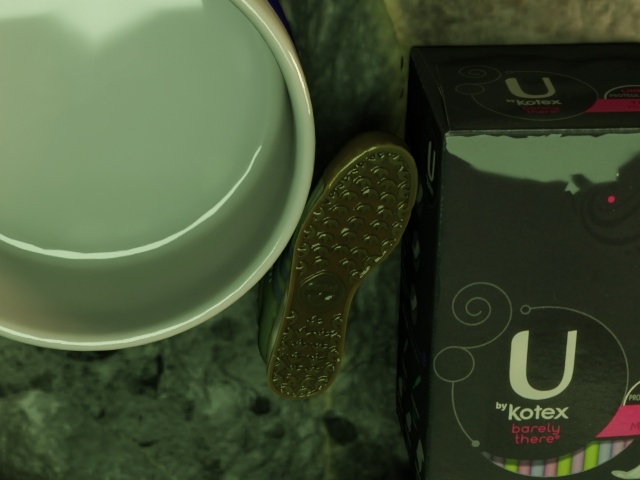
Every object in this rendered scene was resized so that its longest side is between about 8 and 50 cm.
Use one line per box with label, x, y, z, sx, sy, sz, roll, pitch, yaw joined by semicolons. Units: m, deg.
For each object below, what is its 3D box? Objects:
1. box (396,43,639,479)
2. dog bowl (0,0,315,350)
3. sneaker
box;0.138;0.027;1.133;0.165;0.143;0.270;-2;116;-5
dog bowl;-0.139;-0.073;1.078;0.265;0.104;0.265;-2;117;-5
sneaker;0.000;0.000;1.136;0.064;0.086;0.192;9;122;-20
